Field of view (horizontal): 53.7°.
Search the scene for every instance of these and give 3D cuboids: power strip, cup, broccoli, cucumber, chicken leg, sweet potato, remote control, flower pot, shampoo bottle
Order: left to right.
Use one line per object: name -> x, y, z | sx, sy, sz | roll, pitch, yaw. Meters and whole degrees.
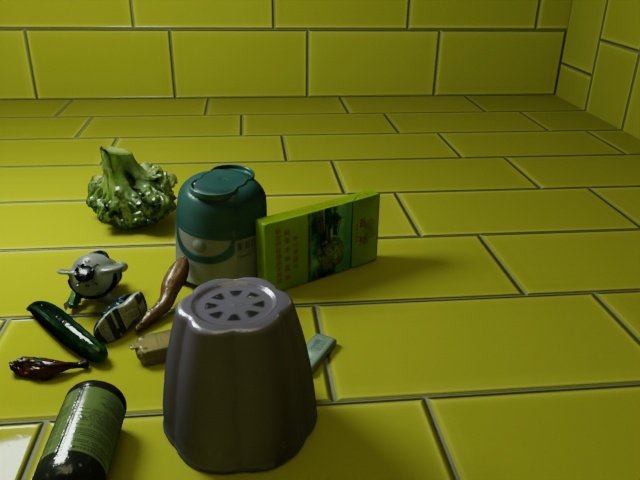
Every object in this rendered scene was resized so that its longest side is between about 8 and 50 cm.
chicken leg -> -0.517, 0.238, 1.197 | 0.144, 0.038, 0.062 | 3, 12, 7
cucumber -> -0.521, 0.178, 1.290 | 0.284, 0.056, 0.056 | 22, 33, 36
shampoo bottle -> -0.362, 0.330, 0.931 | 0.101, 0.101, 0.284 | -1, 26, -5
broccoli -> -0.537, -0.165, 1.772 | 0.288, 0.246, 0.248 | 3, 32, 3
sweet potato -> -0.343, 0.124, 1.384 | 0.050, 0.050, 0.214 | 10, 50, 17
power strip -> -0.229, 0.195, 1.282 | 0.305, 0.044, 0.064 | -11, 28, -20
cup -> -0.224, -0.042, 1.534 | 0.219, 0.258, 0.290 | 15, 29, 16
flower pot -> -0.141, 0.205, 1.044 | 0.264, 0.243, 0.265 | -1, 27, 1
remote control -> -0.014, 0.224, 1.255 | 0.053, 0.018, 0.124 | 14, 29, 22

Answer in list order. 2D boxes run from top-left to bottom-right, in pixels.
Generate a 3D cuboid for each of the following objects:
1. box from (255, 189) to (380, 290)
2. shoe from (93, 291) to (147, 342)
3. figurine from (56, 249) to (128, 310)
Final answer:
box -> 0.000, 0.000, 1.524 | 0.334, 0.187, 0.047 | -17, 30, -31
shoe -> -0.429, 0.159, 1.329 | 0.071, 0.064, 0.143 | -4, 27, 28
figurine -> -0.495, 0.081, 1.401 | 0.147, 0.126, 0.192 | -11, -6, -1
